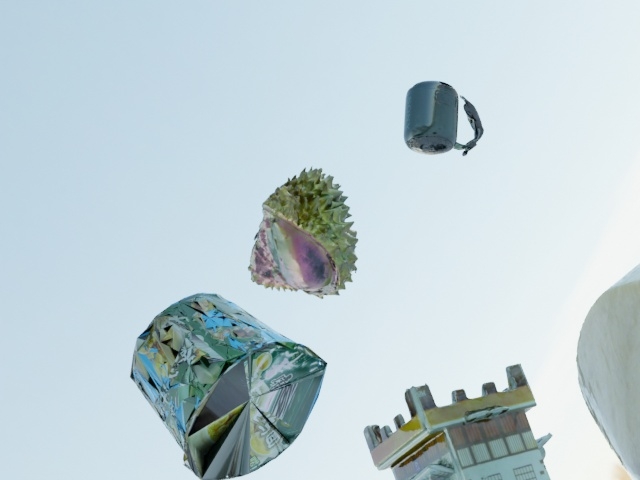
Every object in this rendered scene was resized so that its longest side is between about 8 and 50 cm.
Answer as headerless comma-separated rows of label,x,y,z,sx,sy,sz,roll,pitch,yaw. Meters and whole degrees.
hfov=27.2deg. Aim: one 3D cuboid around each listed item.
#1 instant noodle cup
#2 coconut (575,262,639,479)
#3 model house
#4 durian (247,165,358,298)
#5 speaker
instant noodle cup,-0.140,0.191,1.827,0.240,0.178,0.240,-25,-45,-29
coconut,0.252,0.082,0.745,0.222,0.202,0.202,-37,-27,-35
model house,0.195,0.308,1.781,0.198,0.215,0.224,-7,-23,-26
durian,0.002,0.003,1.384,0.119,0.108,0.186,-42,-17,-27
speaker,0.140,-0.133,1.464,0.060,0.094,0.075,116,159,-69
